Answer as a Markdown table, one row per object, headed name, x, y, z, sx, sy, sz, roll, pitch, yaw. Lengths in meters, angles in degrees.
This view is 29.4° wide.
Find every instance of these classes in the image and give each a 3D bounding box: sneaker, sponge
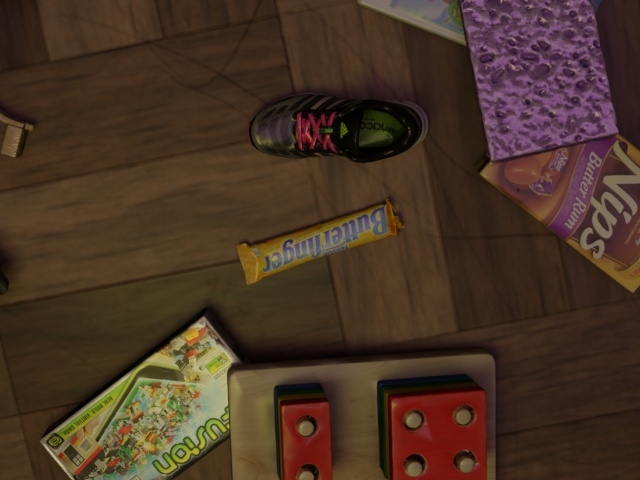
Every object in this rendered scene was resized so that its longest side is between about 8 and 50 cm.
| name | x | y | z | sx | sy | sz | roll | pitch | yaw |
| --- | --- | --- | --- | --- | --- | --- | --- | --- | --- |
| sneaker | 0.016 | -0.104 | 1.124 | 0.170 | 0.075 | 0.063 | 0 | 100 | 1 |
| sponge | 0.188 | -0.182 | 1.088 | 0.117 | 0.031 | 0.210 | -11 | 89 | 4 |

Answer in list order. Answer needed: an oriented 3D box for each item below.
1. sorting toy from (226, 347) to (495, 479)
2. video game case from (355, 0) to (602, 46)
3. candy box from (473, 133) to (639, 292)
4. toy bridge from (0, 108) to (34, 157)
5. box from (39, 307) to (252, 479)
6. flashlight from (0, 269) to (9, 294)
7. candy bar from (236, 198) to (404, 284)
| name | x | y | z | sx | sy | sz | roll | pitch | yaw |
| --- | --- | --- | --- | --- | --- | --- | --- | --- | --- |
| sorting toy | 0.048 | 0.244 | 1.153 | 0.257 | 0.089 | 0.255 | -3 | 100 | -8 |
| video game case | 0.165 | -0.271 | 1.119 | 0.212 | 0.023 | 0.193 | 21 | 99 | -2 |
| candy box | 0.251 | -0.051 | 1.140 | 0.187 | 0.053 | 0.109 | 37 | 98 | -6 |
| toy bridge | -0.362 | -0.132 | 1.152 | 0.188 | 0.026 | 0.063 | 16 | 98 | -2 |
| box | -0.158 | 0.173 | 1.194 | 0.207 | 0.036 | 0.114 | -38 | 97 | 7 |
| flashlight | -0.415 | -0.038 | 1.093 | 0.103 | 0.103 | 0.304 | -45 | 116 | -18 |
| candy bar | 0.000 | 0.000 | 1.171 | 0.161 | 0.018 | 0.040 | -17 | 99 | 5 |
